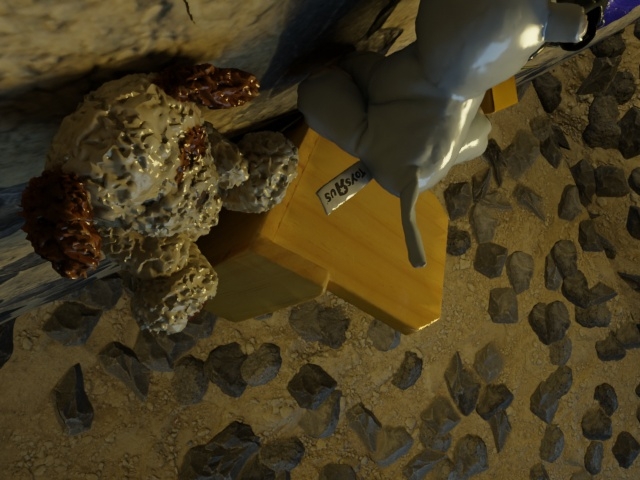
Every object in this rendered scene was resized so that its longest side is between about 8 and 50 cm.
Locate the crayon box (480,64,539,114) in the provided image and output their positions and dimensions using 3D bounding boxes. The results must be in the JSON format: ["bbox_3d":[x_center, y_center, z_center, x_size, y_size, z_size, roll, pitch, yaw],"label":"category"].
[{"bbox_3d":[0.307,-0.316,0.927,0.318,0.081,0.202,-2,-161,40],"label":"crayon box"}]

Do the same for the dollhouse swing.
[{"bbox_3d":[0.000,0.000,0.713,0.315,0.305,0.347,-25,-145,40],"label":"dollhouse swing"}]

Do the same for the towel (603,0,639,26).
[{"bbox_3d":[0.705,-0.554,0.887,0.227,0.076,0.308,-30,-174,-35],"label":"towel"}]

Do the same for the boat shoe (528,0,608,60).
[{"bbox_3d":[0.426,-0.383,0.707,0.340,0.113,0.127,-29,-175,-33],"label":"boat shoe"}]

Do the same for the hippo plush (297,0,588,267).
[{"bbox_3d":[0.101,-0.186,0.422,0.294,0.234,0.236,-49,168,-42],"label":"hippo plush"}]

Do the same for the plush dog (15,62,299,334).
[{"bbox_3d":[-0.159,-0.065,0.394,0.262,0.210,0.225,-56,178,-16],"label":"plush dog"}]
